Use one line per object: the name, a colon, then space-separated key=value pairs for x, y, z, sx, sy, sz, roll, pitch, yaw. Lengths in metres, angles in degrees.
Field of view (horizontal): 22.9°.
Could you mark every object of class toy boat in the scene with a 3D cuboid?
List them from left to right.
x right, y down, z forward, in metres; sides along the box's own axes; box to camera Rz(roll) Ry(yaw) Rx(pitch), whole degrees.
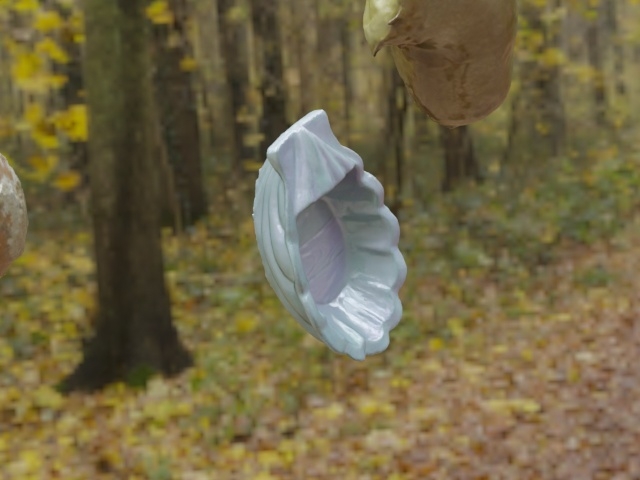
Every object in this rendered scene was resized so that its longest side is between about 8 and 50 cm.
toy boat: x=0.000 y=0.000 z=1.792 sx=0.100 sy=0.290 sz=0.199 roll=0 pitch=29 yaw=35

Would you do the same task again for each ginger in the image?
ginger: x=0.117 y=-0.206 z=1.483 sx=0.152 sy=0.138 sz=0.267 roll=-31 pitch=-34 yaw=4

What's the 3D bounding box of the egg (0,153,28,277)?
egg: x=-0.446 y=-0.041 z=1.831 sx=0.203 sy=0.245 sz=0.203 roll=-13 pitch=46 yaw=13
